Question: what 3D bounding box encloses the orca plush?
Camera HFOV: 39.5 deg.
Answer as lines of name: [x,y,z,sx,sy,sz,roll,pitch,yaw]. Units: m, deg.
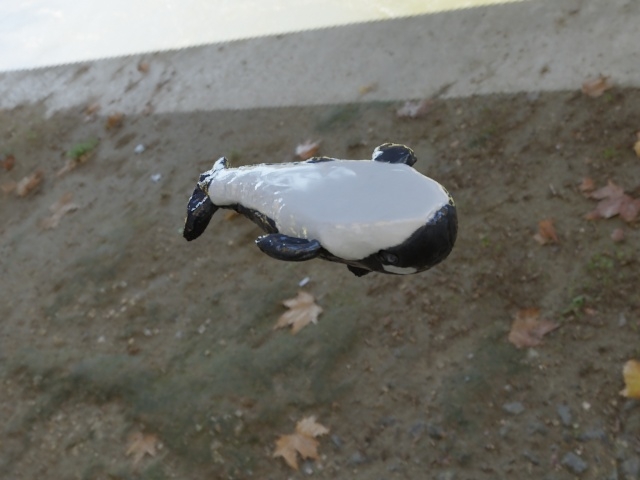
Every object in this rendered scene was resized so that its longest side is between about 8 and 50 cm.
orca plush: [0.000,0.000,0.745,0.287,0.102,0.151,-1,36,34]
